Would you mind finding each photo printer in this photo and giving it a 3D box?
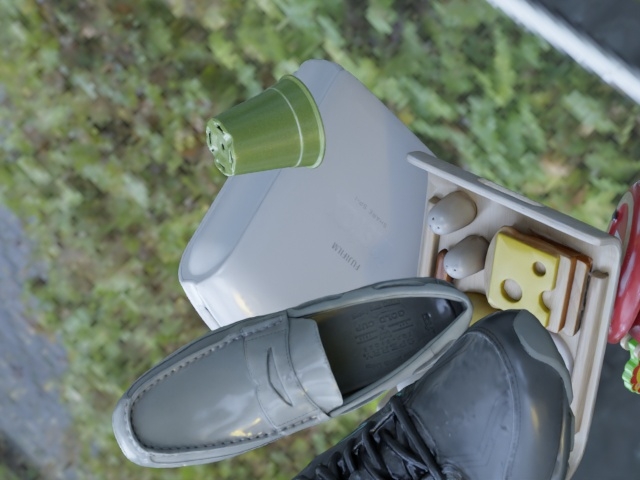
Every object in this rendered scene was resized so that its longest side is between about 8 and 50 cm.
[{"bbox_3d":[0.000,0.000,1.616,0.256,0.307,0.107,43,159,-33],"label":"photo printer"}]

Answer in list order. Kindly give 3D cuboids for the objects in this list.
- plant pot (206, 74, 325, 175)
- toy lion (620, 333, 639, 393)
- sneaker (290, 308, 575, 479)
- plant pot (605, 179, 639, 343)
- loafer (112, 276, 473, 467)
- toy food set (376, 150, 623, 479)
[{"bbox_3d":[-0.051,-0.089,1.259,0.083,0.079,0.083,45,146,43],"label":"plant pot"},{"bbox_3d":[0.411,0.139,1.843,0.034,0.100,0.096,40,160,46],"label":"toy lion"},{"bbox_3d":[0.044,0.141,0.808,0.101,0.106,0.267,61,139,35],"label":"sneaker"},{"bbox_3d":[0.367,0.032,1.465,0.174,0.191,0.191,16,156,0],"label":"plant pot"},{"bbox_3d":[-0.020,0.103,1.262,0.112,0.320,0.111,66,163,5],"label":"loafer"},{"bbox_3d":[0.159,0.084,1.459,0.220,0.092,0.306,26,127,31],"label":"toy food set"}]
